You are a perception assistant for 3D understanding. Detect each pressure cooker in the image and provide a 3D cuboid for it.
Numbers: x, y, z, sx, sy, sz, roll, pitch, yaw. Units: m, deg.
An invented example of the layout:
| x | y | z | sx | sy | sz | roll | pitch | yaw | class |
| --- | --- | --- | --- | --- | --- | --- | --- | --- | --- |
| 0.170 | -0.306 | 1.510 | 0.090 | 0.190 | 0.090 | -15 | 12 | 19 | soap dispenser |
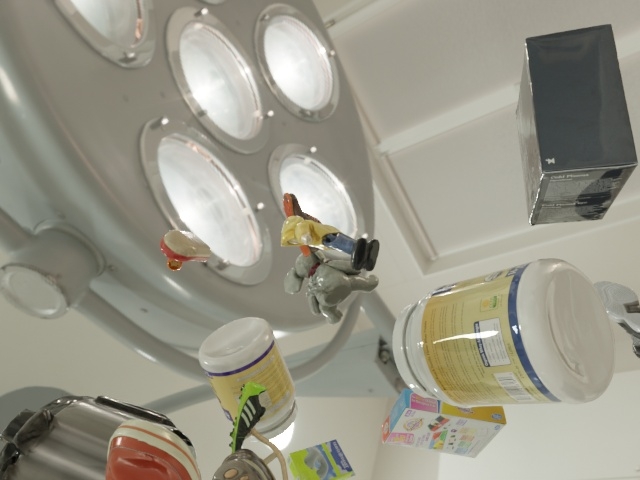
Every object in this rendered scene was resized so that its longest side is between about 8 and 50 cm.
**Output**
| x | y | z | sx | sy | sz | roll | pitch | yaw | class |
| --- | --- | --- | --- | --- | --- | --- | --- | --- | --- |
| -0.563 | 0.573 | 1.189 | 0.375 | 0.420 | 0.369 | 20 | -97 | -73 | pressure cooker |

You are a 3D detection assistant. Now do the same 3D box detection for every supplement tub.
| x | y | z | sx | sy | sz | roll | pitch | yaw | class |
| --- | --- | --- | --- | --- | --- | --- | --- | --- | --- |
| 0.303 | 0.173 | 0.871 | 0.228 | 0.316 | 0.228 | 14 | -114 | -33 | supplement tub |
| -0.218 | 0.440 | 1.576 | 0.241 | 0.241 | 0.331 | -55 | -48 | -57 | supplement tub |

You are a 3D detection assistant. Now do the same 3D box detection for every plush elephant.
| x | y | z | sx | sy | sz | roll | pitch | yaw | class |
| --- | --- | --- | --- | --- | --- | --- | --- | --- | --- |
| 0.006 | 0.138 | 1.944 | 0.330 | 0.272 | 0.255 | 25 | -157 | -47 | plush elephant |

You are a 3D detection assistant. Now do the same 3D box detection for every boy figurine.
| x | y | z | sx | sy | sz | roll | pitch | yaw | class |
| --- | --- | --- | --- | --- | --- | --- | --- | --- | --- |
| 0.000 | 0.000 | 1.248 | 0.177 | 0.285 | 0.092 | 5 | -82 | -54 | boy figurine |

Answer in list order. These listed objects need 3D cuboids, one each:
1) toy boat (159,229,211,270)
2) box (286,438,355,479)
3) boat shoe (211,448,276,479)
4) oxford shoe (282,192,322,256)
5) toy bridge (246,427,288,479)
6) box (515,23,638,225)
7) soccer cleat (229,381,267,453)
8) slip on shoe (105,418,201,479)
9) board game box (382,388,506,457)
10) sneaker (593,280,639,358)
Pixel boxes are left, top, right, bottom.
| x | y | z | sx | sy | sz | roll | pitch | yaw | class |
| --- | --- | --- | --- | --- | --- | --- | --- | --- | --- |
| -0.541 | 0.052 | 1.933 | 0.151 | 0.151 | 0.231 | 38 | -176 | 13 | toy boat |
| 0.007 | 0.634 | 1.403 | 0.178 | 0.042 | 0.109 | -4 | -141 | -31 | box |
| -0.090 | 0.561 | 0.953 | 0.130 | 0.132 | 0.355 | -44 | -64 | -82 | boat shoe |
| -0.053 | -0.065 | 1.639 | 0.271 | 0.098 | 0.097 | 71 | 173 | -47 | oxford shoe |
| -0.125 | 0.538 | 1.227 | 0.188 | 0.063 | 0.026 | 54 | -163 | 18 | toy bridge |
| 0.576 | -0.250 | 1.164 | 0.312 | 0.179 | 0.343 | 45 | -136 | -65 | box |
| -0.176 | 0.438 | 1.225 | 0.072 | 0.060 | 0.179 | 17 | -122 | -10 | soccer cleat |
| -0.224 | 0.363 | 0.619 | 0.101 | 0.123 | 0.331 | -65 | -11 | -67 | slip on shoe |
| 0.379 | 0.579 | 1.562 | 0.064 | 0.317 | 0.242 | -84 | 7 | -48 | board game box |
| 0.857 | 0.232 | 1.368 | 0.268 | 0.101 | 0.153 | 49 | 170 | 49 | sneaker |
